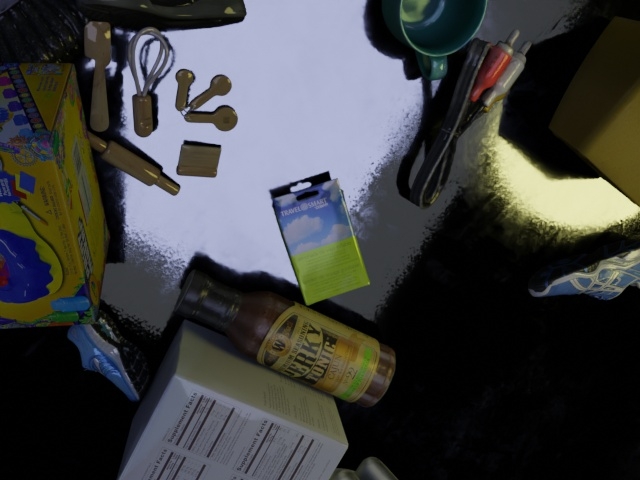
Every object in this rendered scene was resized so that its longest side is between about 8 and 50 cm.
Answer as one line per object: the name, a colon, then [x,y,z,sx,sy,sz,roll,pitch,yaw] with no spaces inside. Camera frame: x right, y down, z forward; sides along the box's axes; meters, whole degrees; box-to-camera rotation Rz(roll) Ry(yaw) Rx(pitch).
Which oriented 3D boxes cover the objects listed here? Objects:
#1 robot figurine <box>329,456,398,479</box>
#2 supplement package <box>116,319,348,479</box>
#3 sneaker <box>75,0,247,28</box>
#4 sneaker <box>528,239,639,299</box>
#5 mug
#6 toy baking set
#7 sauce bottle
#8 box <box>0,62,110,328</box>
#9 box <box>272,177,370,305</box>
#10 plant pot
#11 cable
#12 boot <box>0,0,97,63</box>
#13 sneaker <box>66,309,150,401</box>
robot figurine: [0.016,0.513,1.032,0.300,0.200,0.353,3,123,-48]
supplement package: [-0.132,0.285,0.966,0.263,0.199,0.198,26,100,-14]
sneaker: [-0.208,-0.343,0.828,0.228,0.087,0.130,-16,100,-33]
sneaker: [0.447,0.064,1.062,0.211,0.080,0.081,-15,103,-4]
mug: [0.145,-0.320,0.902,0.130,0.097,0.157,19,111,-26]
toy baking set: [-0.232,-0.178,0.889,0.256,0.030,0.196,28,104,-33]
sauce bottle: [-0.053,0.148,0.991,0.345,0.111,0.111,25,99,-14]
box: [-0.431,-0.047,0.792,0.280,0.177,0.289,-2,133,-8]
box: [0.000,0.000,0.995,0.109,0.042,0.178,-19,106,-5]
plant pot: [0.470,-0.176,0.949,0.212,0.212,0.187,38,108,-16]
cable: [0.215,-0.174,0.944,0.072,0.139,0.287,28,97,23]
boot: [-0.361,-0.370,0.795,0.348,0.131,0.260,-42,100,14]
sneaker: [-0.325,0.182,0.993,0.073,0.063,0.162,-28,103,17]
